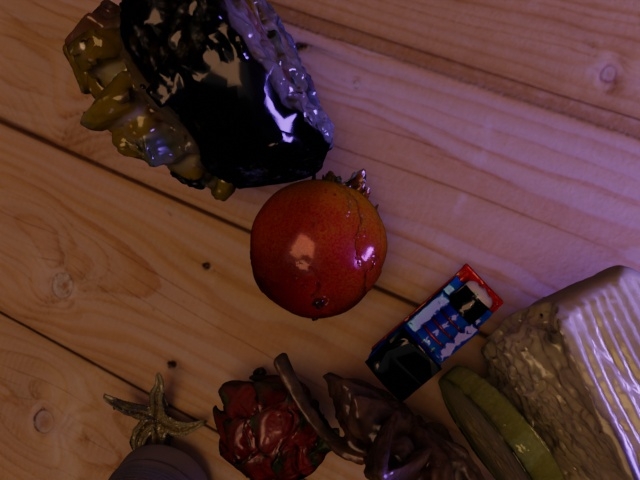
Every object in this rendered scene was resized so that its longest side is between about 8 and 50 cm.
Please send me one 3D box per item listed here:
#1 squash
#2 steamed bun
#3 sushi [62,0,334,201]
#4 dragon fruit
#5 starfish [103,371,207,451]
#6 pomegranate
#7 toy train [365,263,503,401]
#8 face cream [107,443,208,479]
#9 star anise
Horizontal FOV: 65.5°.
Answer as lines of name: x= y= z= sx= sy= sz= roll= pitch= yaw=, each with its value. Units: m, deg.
squash: x=0.243 y=0.272 z=0.686 sx=0.041 sy=0.219 sz=0.219 roll=-31 pitch=84 yaw=-9
steamed bun: x=0.347 y=0.198 z=0.655 sx=0.273 sy=0.272 sz=0.290 roll=-26 pitch=84 yaw=-27
sushi: x=-0.166 y=-0.199 z=0.697 sx=0.285 sy=0.328 sz=0.328 roll=-29 pitch=79 yaw=14
dragon fruit: x=-0.077 y=0.297 z=0.792 sx=0.182 sy=0.189 sz=0.182 roll=1 pitch=87 yaw=-19
starfish: x=-0.288 y=0.333 z=0.899 sx=0.176 sy=0.053 sz=0.208 roll=0 pitch=111 yaw=13
pomegranate: x=0.000 y=0.000 z=0.739 sx=0.210 sy=0.210 sz=0.235 roll=18 pitch=71 yaw=13
toy train: x=0.168 y=0.134 z=0.735 sx=0.204 sy=0.131 sz=0.083 roll=-45 pitch=81 yaw=12
face cream: x=-0.294 y=0.465 z=0.838 sx=0.177 sy=0.153 sz=0.177 roll=3 pitch=108 yaw=9
star anise: x=0.099 y=0.281 z=0.694 sx=0.349 sy=0.292 sz=0.109 roll=34 pitch=81 yaw=-24
